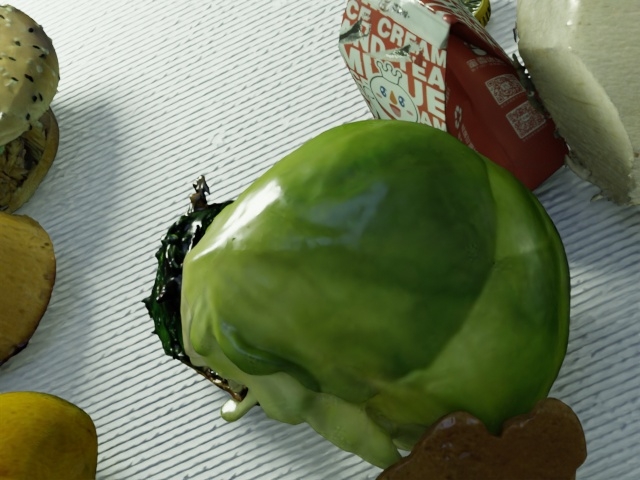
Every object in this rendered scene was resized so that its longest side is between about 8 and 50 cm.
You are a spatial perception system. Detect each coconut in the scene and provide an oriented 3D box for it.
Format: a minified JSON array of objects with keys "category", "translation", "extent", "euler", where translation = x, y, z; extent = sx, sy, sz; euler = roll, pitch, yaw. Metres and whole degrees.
[{"category":"coconut","translation":[0.389,-0.200,1.288],"extent":[0.360,0.346,0.346],"euler":[-3,55,31]}]

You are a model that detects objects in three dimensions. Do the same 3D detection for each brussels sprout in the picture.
[{"category":"brussels sprout","translation":[0.056,0.041,1.271],"extent":[0.371,0.276,0.315],"euler":[5,96,-1]}]

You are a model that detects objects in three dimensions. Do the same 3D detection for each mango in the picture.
[{"category":"mango","translation":[-0.362,0.310,1.338],"extent":[0.264,0.221,0.378],"euler":[2,47,29]}]

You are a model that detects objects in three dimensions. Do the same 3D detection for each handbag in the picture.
[{"category":"handbag","translation":[0.140,-0.164,1.395],"extent":[0.151,0.298,0.171],"euler":[-40,51,-8]}]

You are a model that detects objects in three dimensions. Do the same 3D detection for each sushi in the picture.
[{"category":"sushi","translation":[-0.124,0.073,1.444],"extent":[0.149,0.140,0.287],"euler":[-9,53,10]}]

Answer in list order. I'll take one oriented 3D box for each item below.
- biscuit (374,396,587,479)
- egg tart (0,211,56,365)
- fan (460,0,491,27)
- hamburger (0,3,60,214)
[{"category":"biscuit","translation":[0.137,0.263,1.176],"extent":[0.208,0.041,0.290],"euler":[34,96,-5]},{"category":"egg tart","translation":[-0.435,0.046,1.583],"extent":[0.215,0.171,0.215],"euler":[-16,59,30]},{"category":"fan","translation":[0.136,-0.273,1.644],"extent":[0.155,0.039,0.082],"euler":[-14,53,16]},{"category":"hamburger","translation":[-0.489,-0.161,1.702],"extent":[0.318,0.195,0.277],"euler":[-7,46,-17]}]
